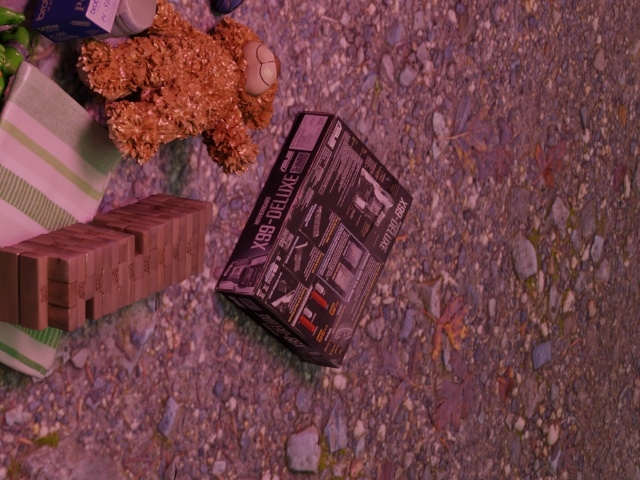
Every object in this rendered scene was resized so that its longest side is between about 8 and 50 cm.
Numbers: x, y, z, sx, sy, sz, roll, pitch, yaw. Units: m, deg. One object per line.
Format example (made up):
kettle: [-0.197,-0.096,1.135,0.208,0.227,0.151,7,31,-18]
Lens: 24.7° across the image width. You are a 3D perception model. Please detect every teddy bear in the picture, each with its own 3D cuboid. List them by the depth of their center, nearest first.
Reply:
teddy bear: [-0.164,-0.201,1.868,0.338,0.113,0.245,4,57,-43]

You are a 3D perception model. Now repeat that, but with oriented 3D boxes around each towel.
towel: [-0.341,-0.014,1.737,0.248,0.038,0.324,43,63,-62]

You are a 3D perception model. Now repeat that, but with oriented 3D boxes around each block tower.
block tower: [-0.254,0.023,1.792,0.335,0.091,0.097,-28,126,-59]

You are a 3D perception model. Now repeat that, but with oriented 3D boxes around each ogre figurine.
ogre figurine: [-0.394,-0.225,1.646,0.197,0.097,0.118,79,17,-72]

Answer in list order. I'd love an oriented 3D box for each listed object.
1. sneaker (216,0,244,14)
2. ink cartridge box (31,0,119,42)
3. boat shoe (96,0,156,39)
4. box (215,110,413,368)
sneaker: [-0.114,-0.414,1.966,0.083,0.087,0.221,-83,-175,-76]
ink cartridge box: [-0.271,-0.340,1.741,0.046,0.097,0.207,33,62,-46]
boat shoe: [-0.244,-0.336,1.805,0.079,0.081,0.227,53,31,-42]
box: [0.000,0.000,2.164,0.242,0.076,0.307,43,64,-45]
